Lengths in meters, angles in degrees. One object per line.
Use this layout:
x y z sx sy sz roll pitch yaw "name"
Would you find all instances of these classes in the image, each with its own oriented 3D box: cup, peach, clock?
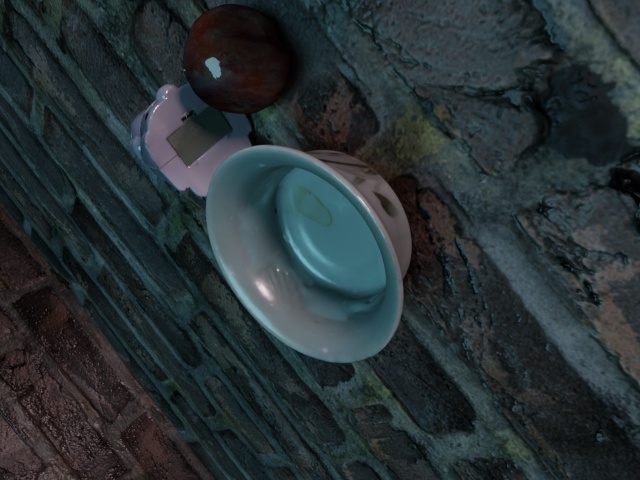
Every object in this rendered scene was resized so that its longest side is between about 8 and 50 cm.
0.000 0.000 0.629 0.347 0.163 0.347 21 128 28 "cup"
-0.130 -0.259 0.586 0.152 0.152 0.152 20 127 29 "peach"
-0.267 -0.184 0.744 0.254 0.189 0.188 10 123 50 "clock"
